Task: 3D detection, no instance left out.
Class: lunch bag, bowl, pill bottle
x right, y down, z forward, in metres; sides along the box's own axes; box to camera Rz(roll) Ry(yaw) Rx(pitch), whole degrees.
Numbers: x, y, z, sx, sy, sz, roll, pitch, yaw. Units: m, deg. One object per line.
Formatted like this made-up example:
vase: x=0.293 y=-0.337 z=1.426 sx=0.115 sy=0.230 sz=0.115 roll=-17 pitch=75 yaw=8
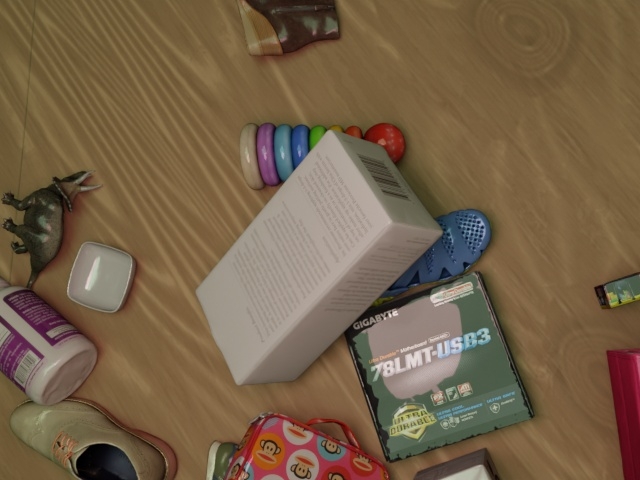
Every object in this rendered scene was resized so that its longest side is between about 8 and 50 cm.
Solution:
lunch bag: x=-0.024 y=0.452 z=1.365 sx=0.293 sy=0.120 sz=0.258 roll=30 pitch=65 yaw=-9
bowl: x=-0.477 y=0.083 z=1.626 sx=0.142 sy=0.053 sz=0.142 roll=16 pitch=86 yaw=16
pill bottle: x=-0.648 y=0.206 z=1.595 sx=0.301 sy=0.169 sz=0.169 roll=37 pitch=93 yaw=16

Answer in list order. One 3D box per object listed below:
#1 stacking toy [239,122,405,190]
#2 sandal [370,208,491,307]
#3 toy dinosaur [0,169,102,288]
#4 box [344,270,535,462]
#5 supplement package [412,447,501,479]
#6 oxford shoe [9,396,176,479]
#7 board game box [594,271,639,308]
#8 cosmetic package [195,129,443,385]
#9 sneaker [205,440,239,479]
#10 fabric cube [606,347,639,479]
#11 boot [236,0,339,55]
stacking toy: x=0.008 y=-0.189 z=1.503 sx=0.330 sy=0.141 sz=0.141 roll=-6 pitch=82 yaw=9
sandal: x=0.186 y=0.036 z=1.422 sx=0.317 sy=0.138 sz=0.126 roll=-30 pitch=75 yaw=7
toy dinosaur: x=-0.630 y=-0.030 z=1.646 sx=0.160 sy=0.121 sz=0.313 roll=12 pitch=82 yaw=29
box: x=0.221 y=0.243 z=1.421 sx=0.296 sy=0.073 sz=0.293 roll=-20 pitch=80 yaw=11
supplement package: x=0.264 y=0.498 z=1.308 sx=0.149 sy=0.203 sz=0.194 roll=-24 pitch=79 yaw=10
oxford shoe: x=-0.502 y=0.423 z=1.540 sx=0.397 sy=0.146 sz=0.140 roll=13 pitch=87 yaw=16
board game box: x=0.587 y=0.076 z=1.311 sx=0.170 sy=0.141 sz=0.048 roll=-19 pitch=81 yaw=11
cosmetic package: x=-0.019 y=0.045 z=1.353 sx=0.453 sy=0.161 sz=0.230 roll=-47 pitch=56 yaw=27
sneaker: x=-0.186 y=0.508 z=1.491 sx=0.086 sy=0.064 sz=0.192 roll=-1 pitch=80 yaw=19
fabric cube: x=0.635 y=0.304 z=1.210 sx=0.254 sy=0.259 sz=0.258 roll=-5 pitch=82 yaw=13
boot: x=-0.078 y=-0.524 z=1.601 sx=0.207 sy=0.090 sz=0.248 roll=-14 pitch=78 yaw=0
